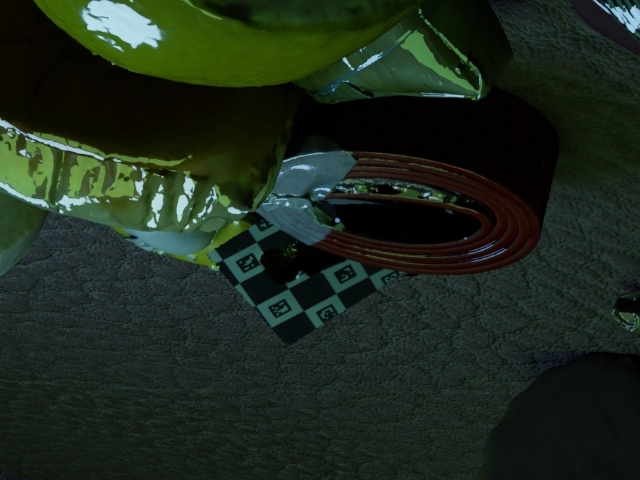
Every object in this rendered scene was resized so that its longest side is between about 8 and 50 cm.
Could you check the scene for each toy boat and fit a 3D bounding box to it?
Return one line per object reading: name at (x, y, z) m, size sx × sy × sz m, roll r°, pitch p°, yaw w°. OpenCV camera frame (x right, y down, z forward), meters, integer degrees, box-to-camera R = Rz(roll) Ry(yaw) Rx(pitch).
toy boat at (0.408, 0.064, 1.890) m, size 0.206 × 0.064 × 0.072 m, roll -15°, pitch 122°, yaw 48°

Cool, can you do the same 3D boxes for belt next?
belt at (0.077, -0.065, 1.758) m, size 0.324 × 0.115 × 0.227 m, roll 4°, pitch 146°, yaw 23°

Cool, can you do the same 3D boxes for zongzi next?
zongzi at (0.019, -0.221, 1.505) m, size 0.228 × 0.115 × 0.256 m, roll -1°, pitch 144°, yaw 45°

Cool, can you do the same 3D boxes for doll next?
doll at (-0.168, -0.037, 2.021) m, size 0.252 × 0.111 × 0.237 m, roll 32°, pitch 166°, yaw -36°

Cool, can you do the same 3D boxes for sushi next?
sushi at (0.000, 0.000, 1.972) m, size 0.215 × 0.050 × 0.192 m, roll -31°, pitch 133°, yaw 9°

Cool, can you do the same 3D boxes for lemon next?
lemon at (-0.080, -0.272, 1.185) m, size 0.364 × 0.364 × 0.364 m, roll 15°, pitch 156°, yaw 7°

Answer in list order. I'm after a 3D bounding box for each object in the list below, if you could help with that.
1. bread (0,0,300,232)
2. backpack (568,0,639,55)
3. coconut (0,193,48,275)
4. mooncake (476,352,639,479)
bread at (-0.215, -0.149, 1.648) m, size 0.388 × 0.236 × 0.183 m, roll 14°, pitch 138°, yaw 1°
backpack at (0.313, -0.199, 1.228) m, size 0.317 × 0.197 × 0.283 m, roll 22°, pitch 157°, yaw -5°
coconut at (-0.421, -0.090, 1.864) m, size 0.329 × 0.329 × 0.329 m, roll 15°, pitch 156°, yaw 7°
mooncake at (0.364, 0.318, 2.149) m, size 0.324 × 0.324 × 0.187 m, roll -1°, pitch 151°, yaw 36°
